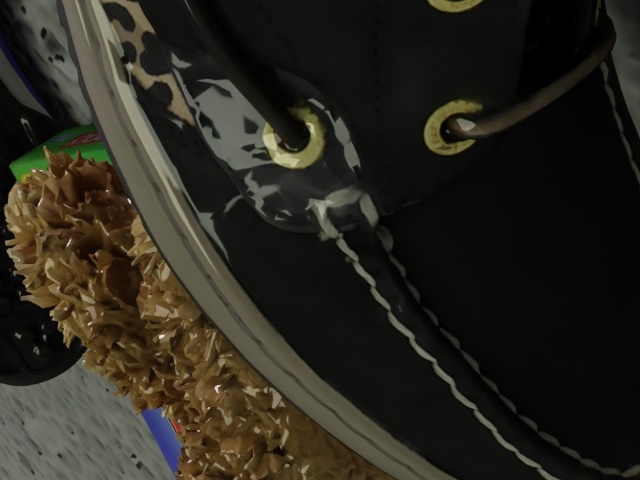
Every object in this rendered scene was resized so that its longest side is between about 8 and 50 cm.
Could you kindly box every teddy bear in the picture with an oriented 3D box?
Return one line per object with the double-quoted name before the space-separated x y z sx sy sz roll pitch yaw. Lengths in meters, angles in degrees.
"teddy bear" 0.000 0.000 0.530 0.113 0.245 0.338 -89 -25 -78

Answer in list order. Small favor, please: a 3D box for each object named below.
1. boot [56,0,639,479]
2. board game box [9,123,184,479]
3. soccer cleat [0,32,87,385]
"boot" 0.058 -0.093 0.307 0.284 0.138 0.377 -13 110 52
"board game box" -0.015 0.083 0.699 0.213 0.046 0.317 -5 117 50
"soccer cleat" -0.209 -0.071 0.771 0.116 0.108 0.318 22 137 62
